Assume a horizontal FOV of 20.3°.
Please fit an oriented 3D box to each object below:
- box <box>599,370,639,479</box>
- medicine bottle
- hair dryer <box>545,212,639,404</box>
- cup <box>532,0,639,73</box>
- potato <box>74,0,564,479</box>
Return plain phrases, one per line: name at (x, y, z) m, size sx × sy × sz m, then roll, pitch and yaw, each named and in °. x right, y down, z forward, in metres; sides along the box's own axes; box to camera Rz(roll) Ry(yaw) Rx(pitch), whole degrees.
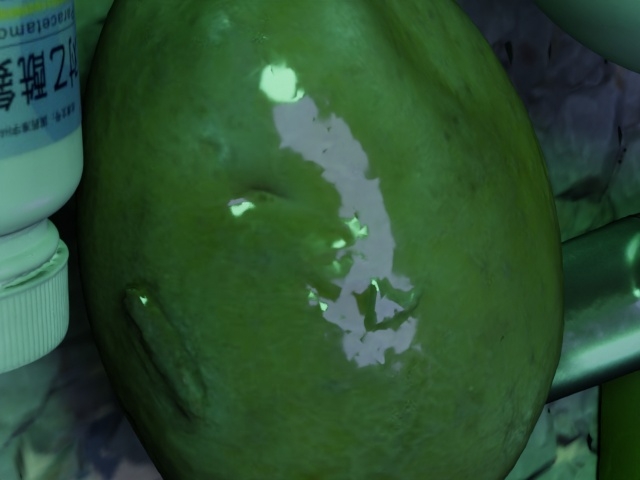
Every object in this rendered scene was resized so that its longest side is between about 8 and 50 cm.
box at (0.263, 0.104, 0.912) m, size 0.311 × 0.043 × 0.173 m, roll -14°, pitch 112°, yaw -34°
medicine bottle at (-0.123, -0.058, 0.520) m, size 0.103 × 0.103 × 0.187 m, roll -13°, pitch 111°, yaw -35°
hair dryer at (0.230, -0.002, 0.701) m, size 0.320 × 0.284 × 0.156 m, roll -20°, pitch 97°, yaw -32°
cup at (0.131, -0.222, 0.602) m, size 0.212 × 0.212 × 0.317 m, roll -35°, pitch 124°, yaw -25°
potato at (0.000, 0.000, 0.598) m, size 0.160 × 0.178 × 0.235 m, roll -17°, pitch 119°, yaw 6°
